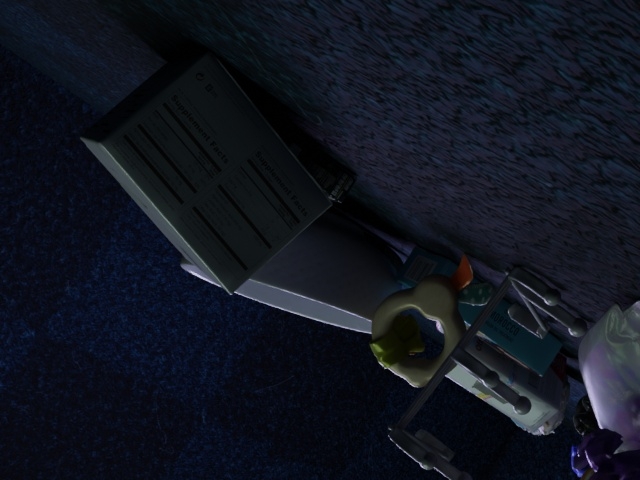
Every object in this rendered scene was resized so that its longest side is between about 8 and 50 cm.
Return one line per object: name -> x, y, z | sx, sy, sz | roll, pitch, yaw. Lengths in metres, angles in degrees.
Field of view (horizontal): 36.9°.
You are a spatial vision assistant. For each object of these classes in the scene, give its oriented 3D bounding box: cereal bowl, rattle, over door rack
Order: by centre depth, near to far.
over door rack -> 0.204, 0.171, 1.140 | 0.108, 0.239, 0.324 | 37, 177, 17
rattle -> 0.162, 0.086, 1.250 | 0.130, 0.200, 0.142 | 41, -154, 26
cereal bowl -> -0.030, 0.029, 1.448 | 0.338, 0.141, 0.339 | 18, 170, 3

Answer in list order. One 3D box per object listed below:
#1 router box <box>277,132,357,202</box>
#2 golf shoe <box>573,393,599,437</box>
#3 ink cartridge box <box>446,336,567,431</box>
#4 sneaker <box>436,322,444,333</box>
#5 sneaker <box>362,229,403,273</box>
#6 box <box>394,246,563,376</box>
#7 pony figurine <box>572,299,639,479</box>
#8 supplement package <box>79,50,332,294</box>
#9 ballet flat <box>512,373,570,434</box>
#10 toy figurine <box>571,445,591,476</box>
router box -> -0.020, -0.088, 1.141 | 0.092, 0.038, 0.122 | 33, 176, -18
golf shoe -> 0.570, 0.351, 1.656 | 0.273, 0.105, 0.120 | 38, -167, 15
ink cartridge box -> 0.294, 0.198, 1.518 | 0.175, 0.072, 0.127 | 33, -141, -3
sneaker -> 0.269, 0.144, 1.667 | 0.077, 0.072, 0.178 | 15, 175, 36
sneaker -> 0.000, 0.000, 1.658 | 0.330, 0.123, 0.146 | 18, -158, 14
box -> 0.228, 0.102, 1.378 | 0.244, 0.060, 0.100 | 35, 176, -25
pony figurine -> 0.305, 0.243, 0.904 | 0.303, 0.363, 0.351 | 40, 161, 5
supplement package -> -0.137, -0.080, 1.062 | 0.204, 0.145, 0.262 | 50, 171, -17
ballet flat -> 0.404, 0.271, 1.857 | 0.147, 0.147, 0.409 | 33, 179, -13
toy figurine -> 0.638, 0.441, 1.916 | 0.362, 0.217, 0.191 | -10, 154, 2
